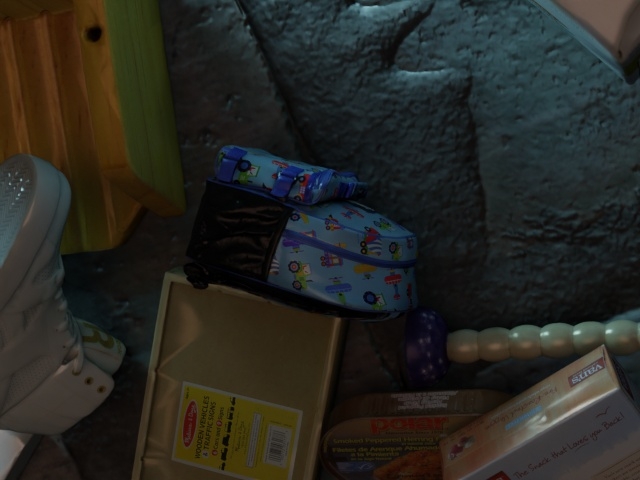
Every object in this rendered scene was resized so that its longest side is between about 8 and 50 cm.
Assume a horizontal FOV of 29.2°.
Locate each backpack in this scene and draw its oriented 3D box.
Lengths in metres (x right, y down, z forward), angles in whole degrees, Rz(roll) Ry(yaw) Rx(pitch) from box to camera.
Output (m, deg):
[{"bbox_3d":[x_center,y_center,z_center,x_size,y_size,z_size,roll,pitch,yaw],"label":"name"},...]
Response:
[{"bbox_3d":[0.000,0.000,0.986,0.173,0.158,0.116,16,95,19],"label":"backpack"}]

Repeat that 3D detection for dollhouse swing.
[{"bbox_3d":[-0.338,-0.121,0.992,0.347,0.305,0.315,-6,95,15],"label":"dollhouse swing"}]

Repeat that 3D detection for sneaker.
[{"bbox_3d":[-0.237,0.056,1.060,0.292,0.169,0.108,-56,39,30],"label":"sneaker"}]

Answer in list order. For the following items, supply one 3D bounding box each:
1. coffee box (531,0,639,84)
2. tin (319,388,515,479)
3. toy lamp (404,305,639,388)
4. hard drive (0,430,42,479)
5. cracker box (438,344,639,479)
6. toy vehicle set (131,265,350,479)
[{"bbox_3d":[0.188,-0.338,0.797,0.338,0.334,0.338,43,104,8],"label":"coffee box"},{"bbox_3d":[0.093,0.168,1.023,0.190,0.040,0.106,-4,135,16],"label":"tin"},{"bbox_3d":[0.209,0.079,0.985,0.275,0.080,0.080,-3,97,18],"label":"toy lamp"},{"bbox_3d":[-0.443,0.185,1.184,0.308,0.040,0.203,32,94,9],"label":"hard drive"},{"bbox_3d":[0.221,0.212,0.960,0.156,0.067,0.232,-33,112,17],"label":"cracker box"},{"bbox_3d":[-0.077,0.169,1.096,0.166,0.035,0.266,13,101,14],"label":"toy vehicle set"}]
